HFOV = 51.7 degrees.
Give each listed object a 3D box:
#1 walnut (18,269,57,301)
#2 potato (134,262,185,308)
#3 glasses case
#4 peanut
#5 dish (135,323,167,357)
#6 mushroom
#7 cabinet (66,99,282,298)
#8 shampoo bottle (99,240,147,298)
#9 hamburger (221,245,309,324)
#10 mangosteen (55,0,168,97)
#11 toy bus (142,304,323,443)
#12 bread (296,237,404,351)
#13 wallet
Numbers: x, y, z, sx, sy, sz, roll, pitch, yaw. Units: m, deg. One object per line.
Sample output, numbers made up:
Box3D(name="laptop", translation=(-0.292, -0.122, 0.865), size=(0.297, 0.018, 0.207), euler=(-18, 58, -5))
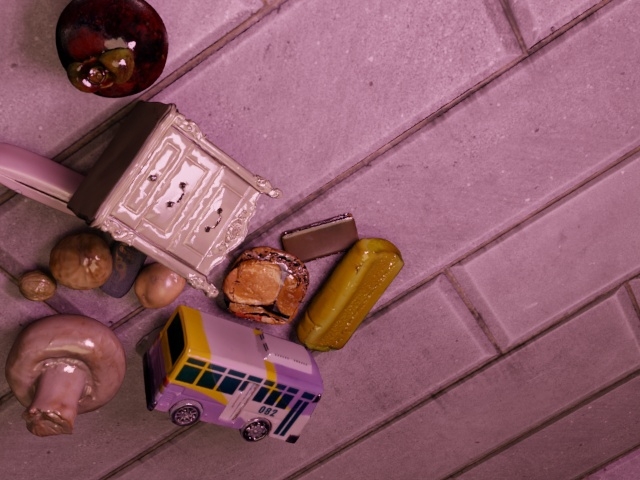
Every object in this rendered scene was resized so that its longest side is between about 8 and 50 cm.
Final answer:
Box3D(name="walnut", translation=(-0.689, 0.111, 1.607), size=(0.092, 0.092, 0.092), euler=(-6, 124, -10))
Box3D(name="potato", translation=(-0.402, 0.113, 1.665), size=(0.147, 0.112, 0.112), euler=(-39, 123, 22))
Box3D(name="glasses case", translation=(-0.592, -0.125, 1.453), size=(0.297, 0.113, 0.075), euler=(26, 111, -26))
Box3D(name="peanut", translation=(-0.571, 0.051, 1.579), size=(0.159, 0.109, 0.140), euler=(-8, 97, 20))
Box3D(name="dish", translation=(-0.388, 0.313, 1.816), size=(0.224, 0.078, 0.246), euler=(17, 117, -22))
Box3D(name="mushroom", translation=(-0.633, 0.339, 1.644), size=(0.298, 0.290, 0.297), euler=(-7, 125, -9))
Box3D(name="cabinet", translation=(-0.308, -0.088, 1.420), size=(0.318, 0.227, 0.290), euler=(38, 80, -33))
Box3D(name="shampoo bottle", translation=(-0.472, 0.036, 1.620), size=(0.087, 0.049, 0.233), euler=(34, 113, 1))
Box3D(name="hamburger", translation=(-0.141, 0.115, 1.717), size=(0.231, 0.106, 0.230), euler=(3, 123, 5))
Box3D(name="mangosteen", translation=(-0.397, -0.375, 1.274), size=(0.216, 0.216, 0.216), euler=(-6, 124, -10))
Box3D(name="toy bus", translation=(-0.212, 0.351, 1.725), size=(0.440, 0.209, 0.249), euler=(24, 110, -29))
Box3D(name="bread", translation=(0.071, 0.144, 1.791), size=(0.166, 0.112, 0.383), euler=(15, 120, -34))
Box3D(name="wallet", translation=(0.000, 0.000, 1.731), size=(0.198, 0.031, 0.110), euler=(-16, 125, -2))
